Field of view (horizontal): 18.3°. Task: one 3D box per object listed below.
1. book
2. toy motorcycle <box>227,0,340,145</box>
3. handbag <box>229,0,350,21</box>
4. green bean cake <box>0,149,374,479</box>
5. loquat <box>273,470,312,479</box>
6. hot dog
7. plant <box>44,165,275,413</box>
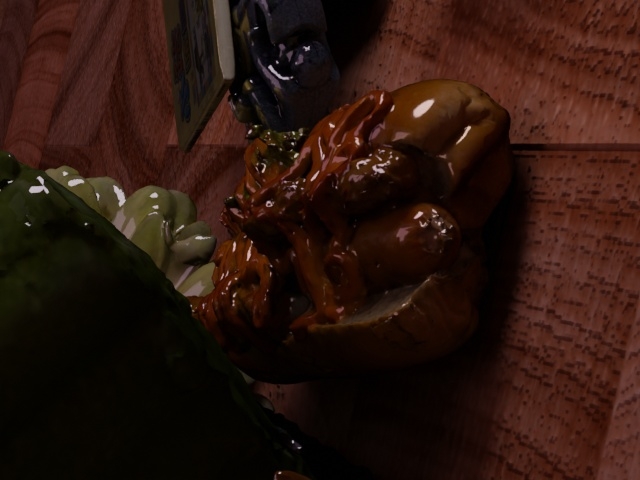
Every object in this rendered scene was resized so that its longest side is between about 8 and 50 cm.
[{"bbox_3d":[-0.090,-0.166,1.419,0.192,0.013,0.168,135,129,-72],"label":"book"},{"bbox_3d":[-0.025,-0.115,1.336,0.124,0.061,0.193,38,138,56],"label":"toy motorcycle"},{"bbox_3d":[-0.012,-0.261,1.455,0.275,0.088,0.244,141,144,-64],"label":"handbag"},{"bbox_3d":[-0.165,0.085,1.113,0.218,0.319,0.335,-47,39,-19],"label":"green bean cake"},{"bbox_3d":[-0.010,0.229,0.887,0.238,0.193,0.238,-165,90,-79],"label":"loquat"},{"bbox_3d":[0.000,0.000,1.153,0.349,0.117,0.158,163,120,-70],"label":"hot dog"},{"bbox_3d":[-0.192,0.096,1.434,0.306,0.261,0.297,-69,15,-15],"label":"plant"}]
